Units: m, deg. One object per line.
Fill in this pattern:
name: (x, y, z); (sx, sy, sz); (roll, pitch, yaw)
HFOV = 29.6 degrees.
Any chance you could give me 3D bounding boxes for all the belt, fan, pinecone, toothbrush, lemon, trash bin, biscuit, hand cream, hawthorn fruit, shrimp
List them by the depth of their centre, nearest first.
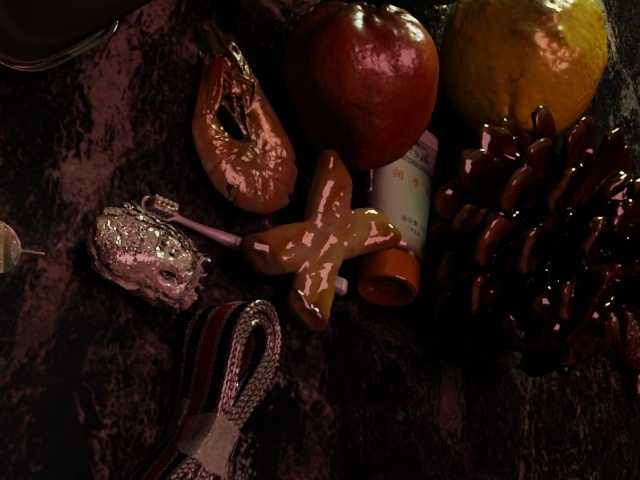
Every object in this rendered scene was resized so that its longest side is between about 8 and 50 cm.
fan: (-0.344, 0.003, 1.325); (0.080, 0.003, 0.060); (-29, 97, -46)
trash bin: (-0.278, -0.322, 1.335); (0.220, 0.250, 0.219); (-43, 111, -45)
belt: (-0.137, 0.223, 1.387); (0.126, 0.094, 0.359); (44, 50, -31)
toothbrush: (-0.090, 0.009, 1.558); (0.342, 0.030, 0.025); (26, 63, -39)
biscuit: (0.000, 0.001, 1.578); (0.164, 0.047, 0.208); (52, 55, -15)
shrimp: (-0.113, -0.160, 1.580); (0.145, 0.061, 0.267); (-12, 86, -37)
hawthorn fruit: (0.055, -0.196, 1.663); (0.224, 0.224, 0.260); (-11, 104, -47)
pinecone: (0.354, 0.010, 1.732); (0.398, 0.398, 0.397); (18, 63, -40)
hand cream: (0.113, -0.054, 1.754); (0.140, 0.089, 0.314); (28, 50, -32)
lemon: (0.315, -0.290, 1.911); (0.268, 0.268, 0.322); (48, 48, -22)

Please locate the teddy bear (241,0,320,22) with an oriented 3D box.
teddy bear: (-0.041, -0.498, 1.673); (0.367, 0.224, 0.357); (-30, 111, -49)

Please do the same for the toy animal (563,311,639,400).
toy animal: (0.502, 0.157, 2.058); (0.243, 0.087, 0.260); (43, 46, -23)

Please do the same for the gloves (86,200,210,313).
gloves: (-0.202, 0.012, 1.415); (0.153, 0.070, 0.114); (32, 55, -31)

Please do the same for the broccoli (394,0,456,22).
broccoli: (0.177, -0.488, 1.858); (0.265, 0.245, 0.294); (32, 68, -69)
